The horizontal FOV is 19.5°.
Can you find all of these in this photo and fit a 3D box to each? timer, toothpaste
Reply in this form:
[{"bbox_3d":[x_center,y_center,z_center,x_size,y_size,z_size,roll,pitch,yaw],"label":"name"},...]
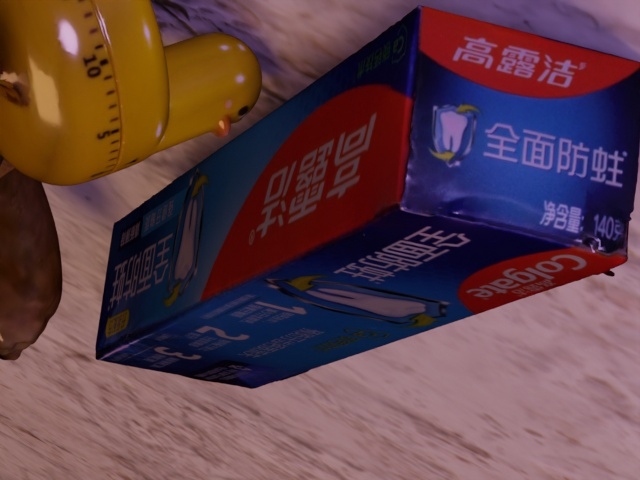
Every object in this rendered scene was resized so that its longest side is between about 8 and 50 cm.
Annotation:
[{"bbox_3d":[-0.084,-0.074,0.655,0.107,0.109,0.107,47,149,40],"label":"timer"},{"bbox_3d":[-0.001,0.000,0.660,0.076,0.066,0.320,12,164,-20],"label":"toothpaste"}]

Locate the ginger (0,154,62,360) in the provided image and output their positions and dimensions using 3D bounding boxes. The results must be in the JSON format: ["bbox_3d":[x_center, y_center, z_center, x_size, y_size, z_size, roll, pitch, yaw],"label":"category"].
[{"bbox_3d":[-0.192,-0.052,0.769,0.133,0.107,0.309,26,169,18],"label":"ginger"}]
